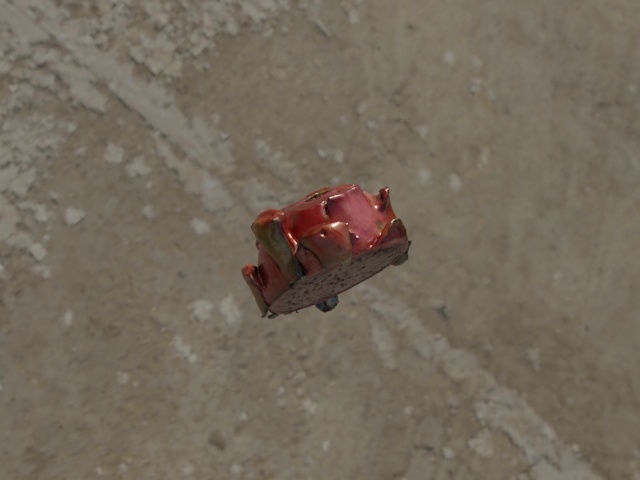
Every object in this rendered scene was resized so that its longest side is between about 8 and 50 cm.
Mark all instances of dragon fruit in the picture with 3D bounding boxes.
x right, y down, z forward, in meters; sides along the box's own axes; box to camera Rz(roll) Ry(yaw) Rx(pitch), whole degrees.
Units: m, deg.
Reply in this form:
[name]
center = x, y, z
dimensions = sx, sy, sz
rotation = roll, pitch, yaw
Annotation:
[dragon fruit]
center = 0.002, -0.002, 0.758
dimensions = 0.068, 0.112, 0.126
rotation = 64, 19, 12
